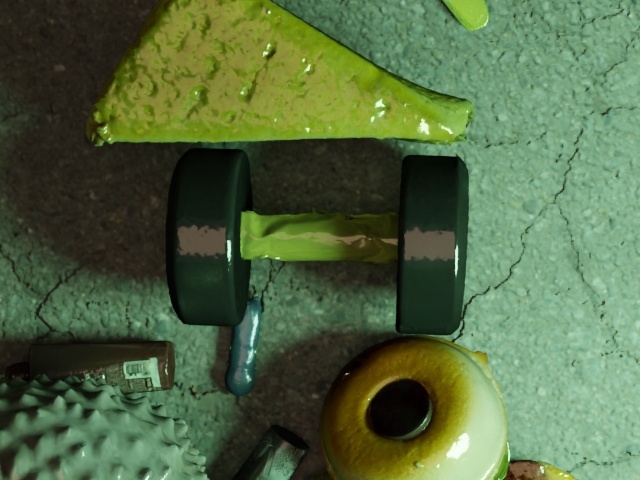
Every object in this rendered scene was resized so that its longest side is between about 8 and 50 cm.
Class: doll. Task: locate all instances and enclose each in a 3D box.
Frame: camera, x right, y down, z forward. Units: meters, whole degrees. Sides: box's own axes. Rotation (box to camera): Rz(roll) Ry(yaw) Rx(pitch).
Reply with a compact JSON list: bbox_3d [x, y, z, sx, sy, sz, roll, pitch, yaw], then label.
[{"bbox_3d":[-0.091,0.123,1.743,0.037,0.027,0.125,7,92,2],"label":"doll"}]

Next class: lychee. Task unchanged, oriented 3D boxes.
[{"bbox_3d":[-0.294,0.320,1.567,0.380,0.432,0.380,4,107,13],"label":"lychee"}]

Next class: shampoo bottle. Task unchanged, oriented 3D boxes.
[{"bbox_3d":[-0.291,0.158,1.736,0.236,0.067,0.068,-4,75,4],"label":"shampoo bottle"},{"bbox_3d":[-0.090,0.317,1.742,0.063,0.057,0.208,33,98,-13],"label":"shampoo bottle"}]

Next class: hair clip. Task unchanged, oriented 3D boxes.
[{"bbox_3d":[0.137,-0.326,1.693,0.060,0.033,0.188,-30,92,5],"label":"hair clip"}]

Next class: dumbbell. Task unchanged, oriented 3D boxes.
[{"bbox_3d":[0.000,0.000,1.641,0.322,0.204,0.204,2,94,3],"label":"dumbbell"}]

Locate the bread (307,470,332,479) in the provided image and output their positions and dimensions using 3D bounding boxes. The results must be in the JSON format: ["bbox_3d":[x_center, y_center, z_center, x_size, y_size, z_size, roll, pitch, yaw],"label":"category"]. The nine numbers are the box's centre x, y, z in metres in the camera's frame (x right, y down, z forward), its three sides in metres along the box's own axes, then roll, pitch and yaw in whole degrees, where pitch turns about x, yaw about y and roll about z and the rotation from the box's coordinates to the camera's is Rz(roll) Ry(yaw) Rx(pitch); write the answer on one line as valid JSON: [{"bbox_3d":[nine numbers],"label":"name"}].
[{"bbox_3d":[0.045,0.388,1.716,0.140,0.106,0.236,-43,90,7],"label":"bread"}]

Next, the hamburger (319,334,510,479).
[{"bbox_3d":[0.103,0.213,1.667,0.236,0.147,0.237,-9,60,16],"label":"hamburger"}]

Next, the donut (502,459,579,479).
[{"bbox_3d":[0.234,0.339,1.718,0.166,0.073,0.184,16,96,1],"label":"donut"}]

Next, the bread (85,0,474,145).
[{"bbox_3d":[-0.034,-0.128,1.617,0.361,0.233,0.245,31,95,0],"label":"bread"}]
